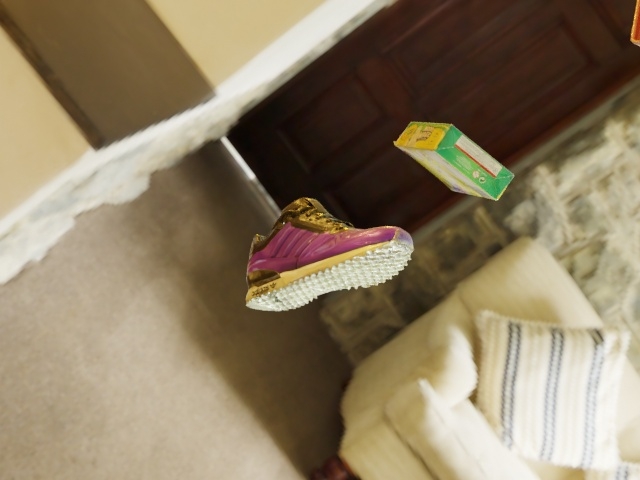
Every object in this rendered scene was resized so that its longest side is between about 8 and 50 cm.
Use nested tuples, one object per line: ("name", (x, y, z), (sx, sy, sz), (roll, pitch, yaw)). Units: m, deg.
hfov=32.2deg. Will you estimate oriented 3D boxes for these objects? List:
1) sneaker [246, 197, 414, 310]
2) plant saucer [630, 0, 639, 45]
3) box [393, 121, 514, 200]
("sneaker", (-0.001, 0.000, 1.588), (0.102, 0.293, 0.146), (20, 60, -46))
("plant saucer", (0.596, -0.373, 1.610), (0.048, 0.258, 0.259), (58, 38, -34))
("box", (0.159, -0.100, 1.371), (0.105, 0.043, 0.179), (37, -4, -15))
